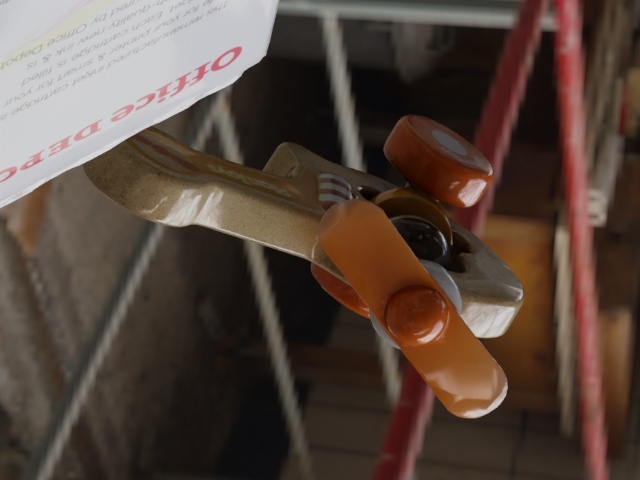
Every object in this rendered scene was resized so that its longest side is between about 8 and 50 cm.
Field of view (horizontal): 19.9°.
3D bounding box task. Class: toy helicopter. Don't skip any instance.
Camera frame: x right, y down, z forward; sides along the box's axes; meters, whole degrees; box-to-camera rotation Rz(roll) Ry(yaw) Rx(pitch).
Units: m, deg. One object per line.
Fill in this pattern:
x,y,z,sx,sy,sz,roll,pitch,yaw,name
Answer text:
0.000,0.000,1.242,0.355,0.235,0.140,17,116,-37,toy helicopter

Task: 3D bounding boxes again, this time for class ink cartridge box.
-0.128,-0.157,0.845,0.226,0.131,0.306,-30,164,-22,ink cartridge box
